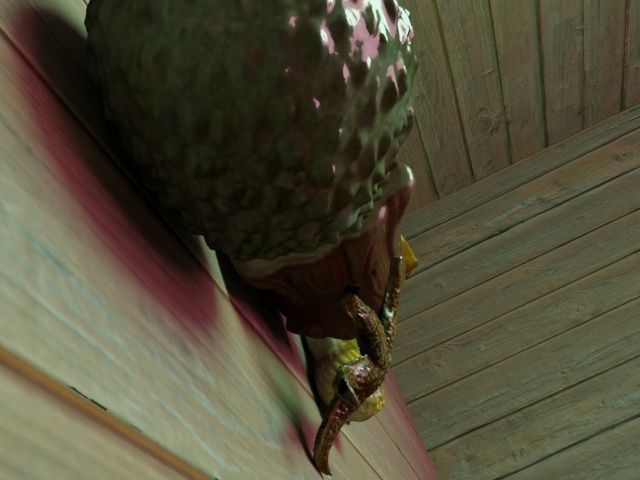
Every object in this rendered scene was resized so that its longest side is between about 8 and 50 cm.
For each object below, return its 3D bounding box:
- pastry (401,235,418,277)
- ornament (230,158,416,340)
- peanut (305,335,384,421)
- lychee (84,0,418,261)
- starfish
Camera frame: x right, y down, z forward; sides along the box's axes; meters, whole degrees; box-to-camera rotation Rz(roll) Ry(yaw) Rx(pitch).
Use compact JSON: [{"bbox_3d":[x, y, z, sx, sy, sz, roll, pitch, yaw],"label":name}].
[{"bbox_3d":[0.024,0.016,1.035,0.236,0.170,0.256,26,-31,55],"label":"pastry"},{"bbox_3d":[0.000,0.000,0.696,0.218,0.235,0.221,65,35,-55],"label":"ornament"},{"bbox_3d":[0.028,0.160,0.805,0.087,0.087,0.207,63,1,-27],"label":"peanut"},{"bbox_3d":[-0.053,-0.119,0.474,0.255,0.255,0.275,-107,-158,-70],"label":"lychee"},{"bbox_3d":[0.045,0.128,0.617,0.213,0.056,0.238,-60,158,-29],"label":"starfish"}]
